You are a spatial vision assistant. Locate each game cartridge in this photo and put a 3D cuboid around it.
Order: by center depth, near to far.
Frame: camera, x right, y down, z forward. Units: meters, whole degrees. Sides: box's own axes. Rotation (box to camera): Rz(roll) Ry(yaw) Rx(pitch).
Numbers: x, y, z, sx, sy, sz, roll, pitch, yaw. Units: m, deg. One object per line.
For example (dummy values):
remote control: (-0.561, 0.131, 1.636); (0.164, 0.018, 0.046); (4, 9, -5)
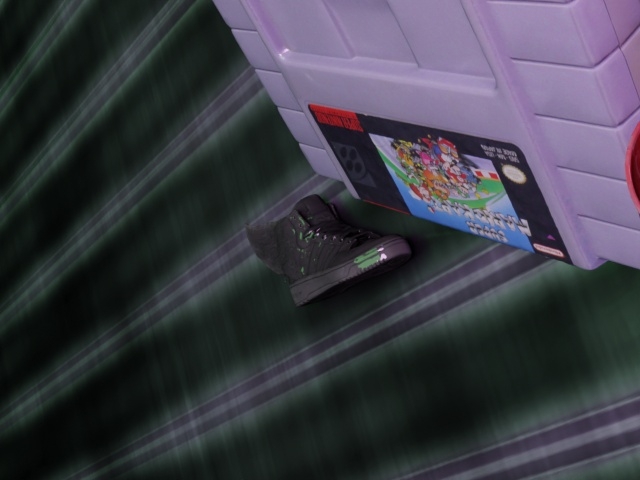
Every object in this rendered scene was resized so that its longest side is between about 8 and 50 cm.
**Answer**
game cartridge: (0.062, -0.102, 0.651); (0.355, 0.068, 0.230); (21, 145, 53)

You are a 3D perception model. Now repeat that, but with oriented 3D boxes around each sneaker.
sneaker: (0.002, 0.000, 0.843); (0.170, 0.051, 0.089); (-30, 74, 51)

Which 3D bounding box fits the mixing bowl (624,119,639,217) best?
mixing bowl: (0.238, 0.001, 0.489); (0.181, 0.181, 0.098); (40, 152, 42)
